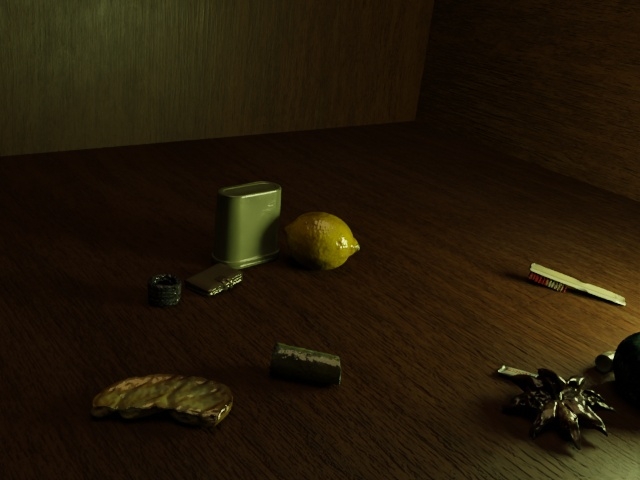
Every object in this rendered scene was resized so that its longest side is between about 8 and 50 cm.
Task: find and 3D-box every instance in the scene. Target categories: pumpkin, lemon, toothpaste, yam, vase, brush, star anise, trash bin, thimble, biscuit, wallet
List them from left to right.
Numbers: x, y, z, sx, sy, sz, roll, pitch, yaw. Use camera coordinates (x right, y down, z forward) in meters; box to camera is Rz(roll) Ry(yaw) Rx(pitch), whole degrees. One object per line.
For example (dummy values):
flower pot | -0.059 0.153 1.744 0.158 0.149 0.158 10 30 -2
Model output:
thimble | -0.443 0.139 2.020 0.095 0.066 0.104 -4 22 -28
biscuit | -0.343 0.349 1.579 0.299 0.045 0.154 6 24 0
wallet | -0.317 0.118 2.137 0.118 0.039 0.152 20 30 34
trash bin | -0.235 -0.051 2.294 0.243 0.247 0.121 -15 30 -39
yam | -0.034 0.301 1.738 0.179 0.078 0.078 9 23 7
lemon | 0.000 0.000 2.310 0.256 0.188 0.188 14 24 11
toothpaste | 0.564 0.363 1.820 0.218 0.033 0.052 15 16 26
star anise | 0.569 0.371 1.691 0.271 0.103 0.272 0 32 0
brush | 0.844 0.157 2.367 0.321 0.050 0.060 20 23 12
vase | 0.795 0.324 1.944 0.100 0.053 0.053 -9 27 -40
pumpkin | 0.865 0.329 1.813 0.233 0.163 0.233 4 23 -2
